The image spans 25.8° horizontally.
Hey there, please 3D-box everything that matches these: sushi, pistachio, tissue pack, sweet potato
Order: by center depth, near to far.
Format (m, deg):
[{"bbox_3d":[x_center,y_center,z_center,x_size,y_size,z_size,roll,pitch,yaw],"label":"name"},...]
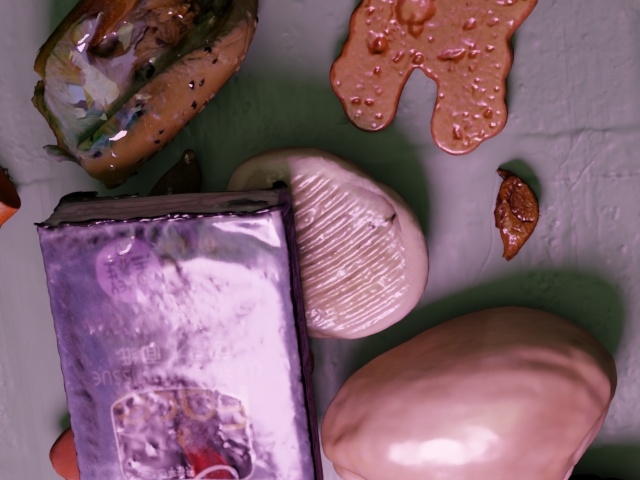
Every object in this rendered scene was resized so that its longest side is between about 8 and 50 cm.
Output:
[{"bbox_3d":[-0.135,0.127,1.445,0.259,0.122,0.361,-2,108,9],"label":"tissue pack"},{"bbox_3d":[0.158,0.183,1.469,0.318,0.193,0.214,-11,69,2],"label":"pistachio"},{"bbox_3d":[0.209,-0.028,1.500,0.050,0.047,0.099,6,85,-5],"label":"sushi"},{"bbox_3d":[-0.176,0.013,1.553,0.069,0.059,0.249,7,106,-6],"label":"sweet potato"}]

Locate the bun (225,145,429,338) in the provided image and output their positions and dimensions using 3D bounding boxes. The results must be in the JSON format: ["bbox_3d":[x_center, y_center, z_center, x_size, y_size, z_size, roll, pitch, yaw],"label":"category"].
[{"bbox_3d":[0.000,0.000,1.493,0.237,0.116,0.210,45,111,-6],"label":"bun"}]

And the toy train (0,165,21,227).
[{"bbox_3d":[-0.471,-0.017,1.563,0.285,0.116,0.177,-40,106,12],"label":"toy train"}]

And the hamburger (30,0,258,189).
[{"bbox_3d":[-0.194,-0.186,1.457,0.167,0.192,0.288,42,104,-12],"label":"hamburger"}]

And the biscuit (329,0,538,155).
[{"bbox_3d":[0.128,-0.261,1.464,0.202,0.047,0.334,12,104,5],"label":"biscuit"}]

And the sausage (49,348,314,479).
[{"bbox_3d":[-0.159,0.180,1.570,0.326,0.079,0.087,-27,78,11],"label":"sausage"}]

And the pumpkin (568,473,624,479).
[{"bbox_3d":[0.294,0.361,1.503,0.220,0.162,0.220,4,101,18],"label":"pumpkin"}]
